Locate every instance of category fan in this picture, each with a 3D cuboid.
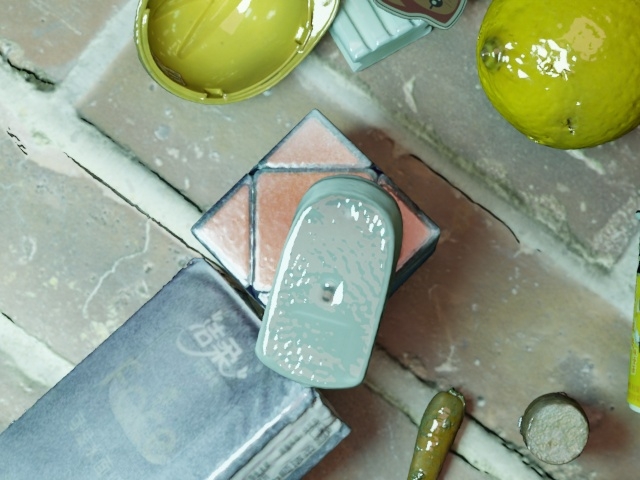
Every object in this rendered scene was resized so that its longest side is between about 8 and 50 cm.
[{"bbox_3d":[0.158,-0.316,1.580,0.220,0.009,0.132,9,70,-20],"label":"fan"}]

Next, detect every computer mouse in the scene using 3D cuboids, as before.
[{"bbox_3d":[0.014,0.044,1.353,0.128,0.079,0.231,18,92,7],"label":"computer mouse"}]

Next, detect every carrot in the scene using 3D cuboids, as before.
[{"bbox_3d":[0.115,0.296,1.544,0.049,0.049,0.254,21,90,5],"label":"carrot"}]

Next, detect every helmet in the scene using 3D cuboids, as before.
[{"bbox_3d":[-0.116,-0.292,1.568,0.257,0.140,0.205,-34,118,-2],"label":"helmet"}]

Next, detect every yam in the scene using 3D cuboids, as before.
[{"bbox_3d":[0.276,0.220,1.498,0.084,0.127,0.084,0,87,4],"label":"yam"}]

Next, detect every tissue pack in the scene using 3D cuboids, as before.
[{"bbox_3d":[-0.195,0.242,1.469,0.394,0.124,0.288,-41,48,-2],"label":"tissue pack"}]

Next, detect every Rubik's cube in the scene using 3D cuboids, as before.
[{"bbox_3d":[0.000,0.000,1.499,0.207,0.205,0.205,44,88,8],"label":"Rubik's cube"}]

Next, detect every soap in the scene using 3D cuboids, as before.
[{"bbox_3d":[0.043,-0.326,1.598,0.119,0.066,0.198,-29,83,-5],"label":"soap"}]

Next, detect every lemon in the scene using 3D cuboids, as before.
[{"bbox_3d":[0.310,-0.229,1.497,0.253,0.228,0.228,-32,83,-2],"label":"lemon"}]

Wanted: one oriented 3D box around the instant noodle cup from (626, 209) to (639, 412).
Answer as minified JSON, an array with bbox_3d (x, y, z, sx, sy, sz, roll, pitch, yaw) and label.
[{"bbox_3d":[0.449,0.092,1.478,0.216,0.215,0.236,10,93,4],"label":"instant noodle cup"}]
